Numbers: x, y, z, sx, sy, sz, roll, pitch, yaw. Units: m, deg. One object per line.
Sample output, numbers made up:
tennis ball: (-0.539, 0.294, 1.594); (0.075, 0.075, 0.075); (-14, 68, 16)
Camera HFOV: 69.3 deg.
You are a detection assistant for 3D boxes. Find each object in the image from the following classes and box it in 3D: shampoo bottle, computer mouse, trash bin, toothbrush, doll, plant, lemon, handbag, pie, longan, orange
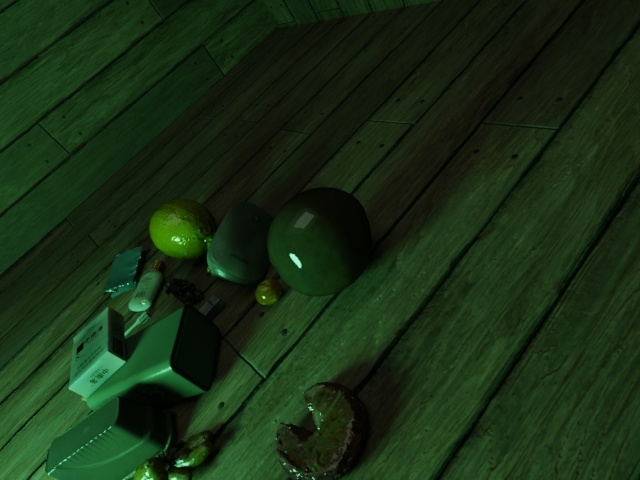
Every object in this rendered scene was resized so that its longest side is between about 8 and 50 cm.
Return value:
shampoo bottle: (-0.651, 0.166, 1.764); (0.108, 0.051, 0.220); (-17, 40, 25)
computer mouse: (-0.243, 0.003, 1.508); (0.095, 0.197, 0.330); (-44, 24, 45)
trash bin: (-0.477, 0.365, 1.332); (0.344, 0.158, 0.222); (-28, 36, 20)
toothbrush: (-0.733, 0.380, 1.623); (0.342, 0.025, 0.030); (-44, 40, -12)
doll: (-0.355, 0.530, 1.107); (0.210, 0.097, 0.137); (-37, 31, -10)
plant: (-0.474, 0.171, 1.604); (0.174, 0.087, 0.085); (14, 35, 41)
lemon: (-0.514, -0.042, 1.735); (0.264, 0.235, 0.235); (0, 47, 13)
handbag: (-0.812, 0.127, 1.934); (0.144, 0.057, 0.221); (-21, 39, 13)
pie: (0.000, 0.406, 0.987); (0.205, 0.054, 0.218); (5, 54, 42)
longan: (0.004, -0.001, 1.234); (0.298, 0.297, 0.297); (-22, 39, 19)
orange: (-0.152, 0.154, 1.367); (0.084, 0.070, 0.083); (-20, 25, 10)

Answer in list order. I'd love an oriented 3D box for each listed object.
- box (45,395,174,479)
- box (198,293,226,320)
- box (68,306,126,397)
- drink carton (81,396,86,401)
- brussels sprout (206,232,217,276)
box: (-0.533, 0.522, 1.183); (0.274, 0.178, 0.138); (-37, 37, 0)
box: (-0.360, 0.230, 1.476); (0.117, 0.036, 0.051); (-49, 38, -16)
box: (-0.653, 0.320, 1.362); (0.155, 0.067, 0.243); (-41, 33, 0)
drink carton: (-0.674, 0.427, 1.483); (0.084, 0.074, 0.199); (-12, 42, 28)
brussels sprout: (-0.325, 0.049, 1.578); (0.122, 0.151, 0.149); (-1, 10, -11)
